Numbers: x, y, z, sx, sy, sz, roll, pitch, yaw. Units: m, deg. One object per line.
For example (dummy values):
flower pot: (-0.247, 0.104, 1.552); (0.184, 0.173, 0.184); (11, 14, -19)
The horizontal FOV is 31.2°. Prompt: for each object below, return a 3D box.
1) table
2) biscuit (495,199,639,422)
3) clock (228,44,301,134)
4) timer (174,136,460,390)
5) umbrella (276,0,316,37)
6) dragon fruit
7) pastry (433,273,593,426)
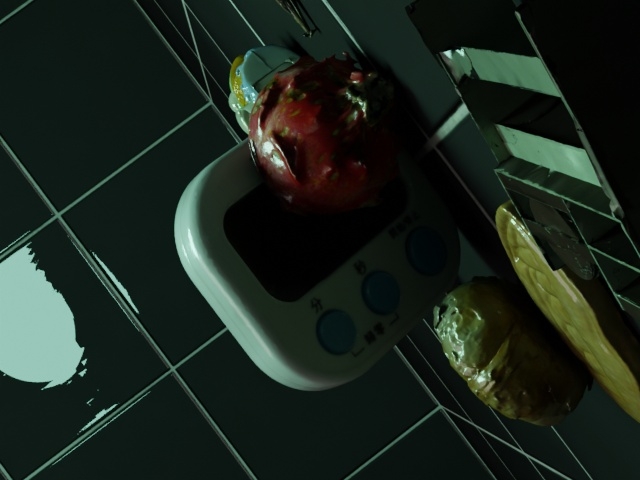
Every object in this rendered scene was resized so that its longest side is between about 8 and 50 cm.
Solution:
table: (0.126, -0.051, 0.549); (0.175, 0.062, 0.146); (55, 176, -18)
biscuit: (0.197, 0.055, 0.890); (0.221, 0.029, 0.142); (54, 176, -19)
clock: (-0.030, -0.138, 1.310); (0.231, 0.103, 0.144); (50, 167, 26)
timer: (0.000, 0.000, 1.085); (0.237, 0.262, 0.087); (53, 147, -2)
umbrella: (-0.032, -0.234, 1.120); (0.083, 0.020, 0.031); (49, 178, -14)
dragon fruit: (0.018, -0.096, 1.003); (0.153, 0.153, 0.111); (53, 158, -5)
pastry: (0.163, 0.093, 0.982); (0.153, 0.081, 0.153); (41, -157, -22)
